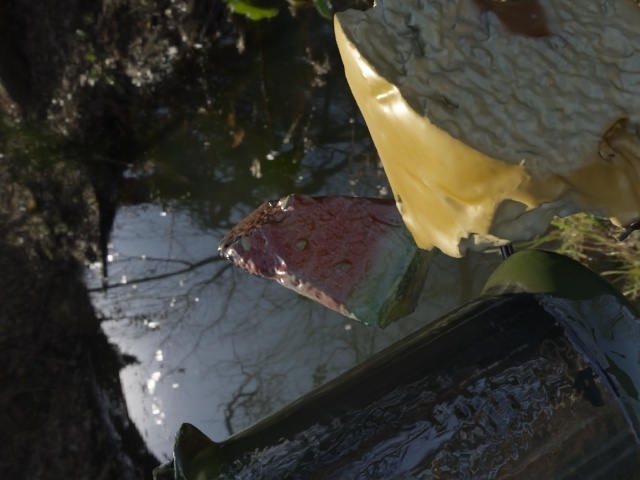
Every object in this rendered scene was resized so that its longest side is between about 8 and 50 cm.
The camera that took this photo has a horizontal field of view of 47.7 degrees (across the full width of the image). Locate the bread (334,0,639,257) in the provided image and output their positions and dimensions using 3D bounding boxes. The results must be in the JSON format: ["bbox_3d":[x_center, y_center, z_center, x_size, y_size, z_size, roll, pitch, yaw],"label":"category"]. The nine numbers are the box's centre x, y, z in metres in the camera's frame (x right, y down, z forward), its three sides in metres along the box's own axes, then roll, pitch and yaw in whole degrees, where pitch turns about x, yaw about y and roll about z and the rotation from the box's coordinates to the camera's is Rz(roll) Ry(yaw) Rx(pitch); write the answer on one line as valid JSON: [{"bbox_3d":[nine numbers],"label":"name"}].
[{"bbox_3d":[0.145,-0.064,0.522,0.211,0.184,0.224,58,176,27],"label":"bread"}]

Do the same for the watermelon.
[{"bbox_3d":[0.000,0.000,0.848,0.257,0.193,0.139,13,96,13],"label":"watermelon"}]

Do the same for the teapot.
[{"bbox_3d":[0.066,0.191,0.490,0.270,0.337,0.200,65,166,-4],"label":"teapot"}]

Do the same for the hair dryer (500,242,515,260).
[{"bbox_3d":[0.184,0.000,0.729,0.047,0.026,0.083,-39,58,48],"label":"hair dryer"}]
